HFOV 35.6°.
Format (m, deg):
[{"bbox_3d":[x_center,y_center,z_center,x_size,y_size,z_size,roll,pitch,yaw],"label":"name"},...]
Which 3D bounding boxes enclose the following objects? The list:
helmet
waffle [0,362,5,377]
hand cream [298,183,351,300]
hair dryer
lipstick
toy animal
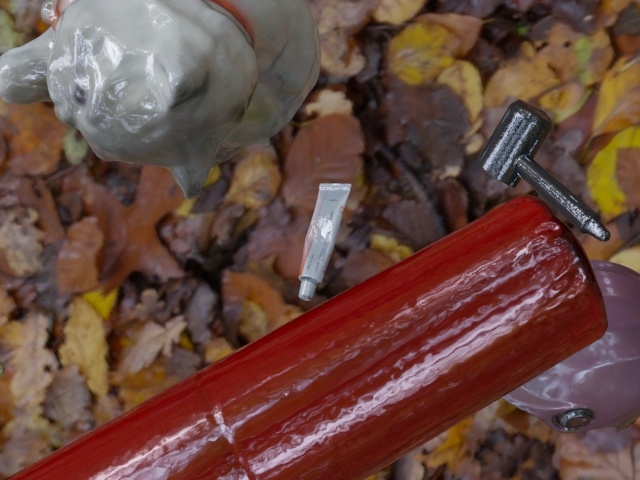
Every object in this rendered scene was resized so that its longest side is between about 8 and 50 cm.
[{"bbox_3d":[0.411,0.142,1.520,0.338,0.271,0.197,15,137,-23],"label":"helmet"},{"bbox_3d":[-0.344,0.058,0.764,0.125,0.032,0.191,-35,95,12],"label":"waffle"},{"bbox_3d":[-0.001,-0.001,1.654,0.052,0.038,0.216,16,66,0],"label":"hand cream"},{"bbox_3d":[0.322,-0.090,1.380,0.248,0.070,0.114,51,122,42],"label":"hair dryer"},{"bbox_3d":[-0.024,0.075,0.378,0.280,0.073,0.073,-29,90,-1],"label":"lipstick"},{"bbox_3d":[-0.090,-0.108,0.743,0.188,0.266,0.308,44,149,28],"label":"toy animal"}]
